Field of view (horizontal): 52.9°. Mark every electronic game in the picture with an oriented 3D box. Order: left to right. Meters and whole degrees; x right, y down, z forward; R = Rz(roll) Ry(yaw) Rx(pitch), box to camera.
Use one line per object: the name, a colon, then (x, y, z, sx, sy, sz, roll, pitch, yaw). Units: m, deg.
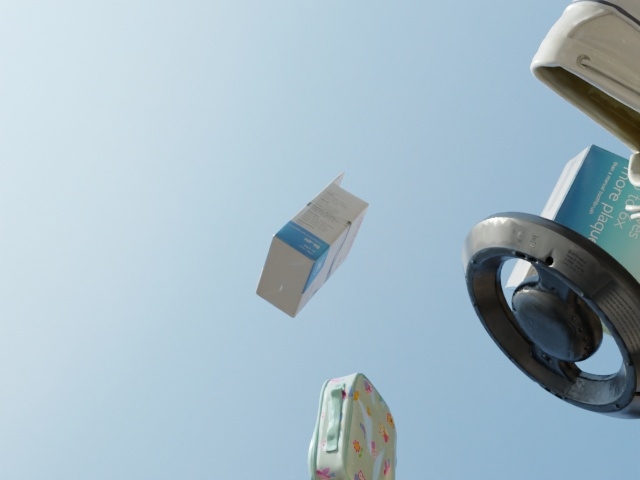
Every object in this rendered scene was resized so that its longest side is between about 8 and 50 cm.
electronic game: (0.222, 0.072, 0.603, 0.048, 0.229, 0.229, -35, -92, -19)

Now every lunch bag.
lunch bag: (0.070, 0.433, 1.376, 0.108, 0.279, 0.224, -22, -56, 25)

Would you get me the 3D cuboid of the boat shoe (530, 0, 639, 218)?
boat shoe: (0.352, -0.077, 0.628, 0.367, 0.136, 0.156, 41, -94, -5)

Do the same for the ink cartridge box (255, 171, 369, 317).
ink cartridge box: (0.000, 0.000, 0.806, 0.060, 0.180, 0.104, 31, -48, 12)

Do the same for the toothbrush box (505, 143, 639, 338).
toothbrush box: (0.436, 0.037, 0.860, 0.296, 0.126, 0.216, 27, -88, 8)
